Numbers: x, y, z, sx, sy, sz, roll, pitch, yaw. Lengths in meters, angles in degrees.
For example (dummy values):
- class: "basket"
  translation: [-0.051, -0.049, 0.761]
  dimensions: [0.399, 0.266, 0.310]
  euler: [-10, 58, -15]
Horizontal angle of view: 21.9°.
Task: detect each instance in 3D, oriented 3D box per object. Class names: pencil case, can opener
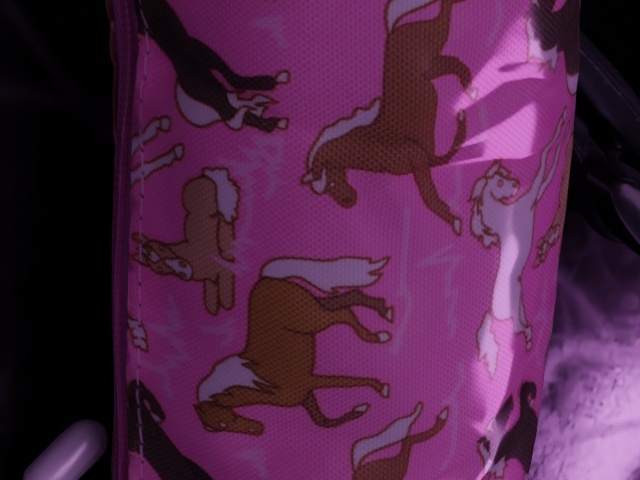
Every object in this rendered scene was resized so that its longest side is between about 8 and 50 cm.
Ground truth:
- class: "pencil case"
  translation: [0.000, 0.000, 0.600]
  dimensions: [0.167, 0.160, 0.386]
  euler: [-31, 133, -51]
- class: "can opener"
  translation: [0.122, -0.063, 0.766]
  dimensions: [0.059, 0.073, 0.186]
  euler: [-43, 111, -8]

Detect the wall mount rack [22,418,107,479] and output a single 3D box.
- class: "wall mount rack"
  translation: [-0.230, 0.136, 0.555]
  dimensions: [0.350, 0.130, 0.304]
  euler: [48, 42, -32]
